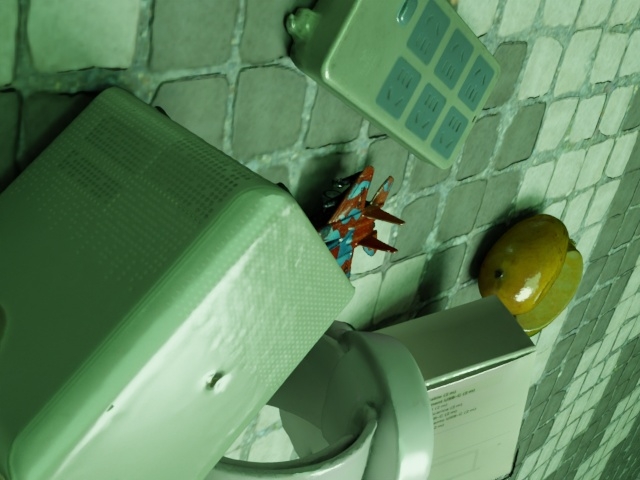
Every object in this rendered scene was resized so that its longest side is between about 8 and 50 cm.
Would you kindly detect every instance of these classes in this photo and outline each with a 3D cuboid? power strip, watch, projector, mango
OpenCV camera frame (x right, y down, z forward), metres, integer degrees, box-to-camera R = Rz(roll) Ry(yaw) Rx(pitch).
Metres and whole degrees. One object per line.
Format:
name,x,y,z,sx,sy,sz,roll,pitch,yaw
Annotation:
power strip,0.074,-0.153,0.691,0.270,0.046,0.118,24,98,-55
watch,-0.051,0.160,0.675,0.231,0.244,0.196,-5,121,-23
projector,-0.126,0.049,0.494,0.242,0.177,0.163,-51,143,-10
mango,0.269,0.026,1.037,0.165,0.089,0.115,-47,146,-18

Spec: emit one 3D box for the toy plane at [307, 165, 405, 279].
toy plane,-0.002,-0.002,0.709,0.189,0.061,0.130,-14,129,-39

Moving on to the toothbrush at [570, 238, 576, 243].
toothbrush,0.299,0.121,1.206,0.294,0.026,0.028,-55,161,-3

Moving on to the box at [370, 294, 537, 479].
box,0.130,0.207,0.945,0.203,0.106,0.252,-15,133,-13

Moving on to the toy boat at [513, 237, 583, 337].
toy boat,0.299,0.079,1.140,0.229,0.089,0.088,-49,-176,-12
